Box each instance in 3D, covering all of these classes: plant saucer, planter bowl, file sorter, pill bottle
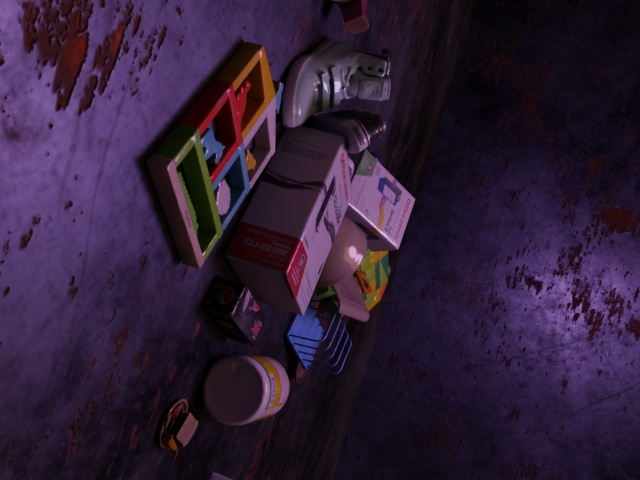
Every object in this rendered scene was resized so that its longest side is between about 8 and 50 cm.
[{"bbox_3d":[-0.043,0.299,1.568,0.168,0.029,0.169,18,90,-75],"label":"plant saucer"},{"bbox_3d":[0.000,0.000,1.186,0.109,0.162,0.162,49,55,-42],"label":"planter bowl"},{"bbox_3d":[0.001,0.241,1.444,0.118,0.104,0.170,-63,149,-32],"label":"file sorter"},{"bbox_3d":[-0.123,0.268,1.057,0.208,0.117,0.118,44,64,-74],"label":"pill bottle"}]

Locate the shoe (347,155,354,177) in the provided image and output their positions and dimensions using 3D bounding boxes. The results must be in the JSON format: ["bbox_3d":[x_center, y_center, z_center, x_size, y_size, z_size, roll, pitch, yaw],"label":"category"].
[{"bbox_3d":[0.024,-0.151,1.167,0.178,0.063,0.081,-39,-150,64],"label":"shoe"}]

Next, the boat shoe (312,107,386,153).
[{"bbox_3d":[0.051,-0.202,1.057,0.070,0.219,0.078,-30,113,-12],"label":"boat shoe"}]

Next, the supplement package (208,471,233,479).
[{"bbox_3d":[-0.200,0.570,1.133,0.105,0.105,0.179,85,26,-54],"label":"supplement package"}]

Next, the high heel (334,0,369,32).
[{"bbox_3d":[0.029,-0.452,0.954,0.244,0.082,0.117,21,57,-63],"label":"high heel"}]

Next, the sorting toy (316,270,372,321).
[{"bbox_3d":[0.046,0.104,1.437,0.347,0.047,0.196,30,38,-59],"label":"sorting toy"}]

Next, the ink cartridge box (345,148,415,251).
[{"bbox_3d":[0.117,-0.092,1.391,0.212,0.093,0.154,41,60,-34],"label":"ink cartridge box"}]

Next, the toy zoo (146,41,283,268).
[{"bbox_3d":[-0.123,-0.130,0.787,0.192,0.030,0.293,87,24,-52],"label":"toy zoo"}]

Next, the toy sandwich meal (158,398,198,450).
[{"bbox_3d":[-0.219,0.286,0.895,0.085,0.029,0.086,17,90,-76],"label":"toy sandwich meal"}]

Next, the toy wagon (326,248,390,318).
[{"bbox_3d":[0.115,0.059,1.666,0.267,0.068,0.345,-36,133,-42],"label":"toy wagon"}]

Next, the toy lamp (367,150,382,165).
[{"bbox_3d":[0.085,-0.116,1.493,0.080,0.080,0.275,87,21,-53],"label":"toy lamp"}]

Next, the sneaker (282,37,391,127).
[{"bbox_3d":[0.038,-0.266,0.993,0.094,0.151,0.256,94,20,-46],"label":"sneaker"}]

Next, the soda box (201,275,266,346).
[{"bbox_3d":[-0.139,0.121,0.962,0.169,0.053,0.060,77,33,-64],"label":"soda box"}]

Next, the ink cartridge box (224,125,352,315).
[{"bbox_3d":[-0.043,-0.036,1.021,0.197,0.114,0.273,76,32,-62],"label":"ink cartridge box"}]
